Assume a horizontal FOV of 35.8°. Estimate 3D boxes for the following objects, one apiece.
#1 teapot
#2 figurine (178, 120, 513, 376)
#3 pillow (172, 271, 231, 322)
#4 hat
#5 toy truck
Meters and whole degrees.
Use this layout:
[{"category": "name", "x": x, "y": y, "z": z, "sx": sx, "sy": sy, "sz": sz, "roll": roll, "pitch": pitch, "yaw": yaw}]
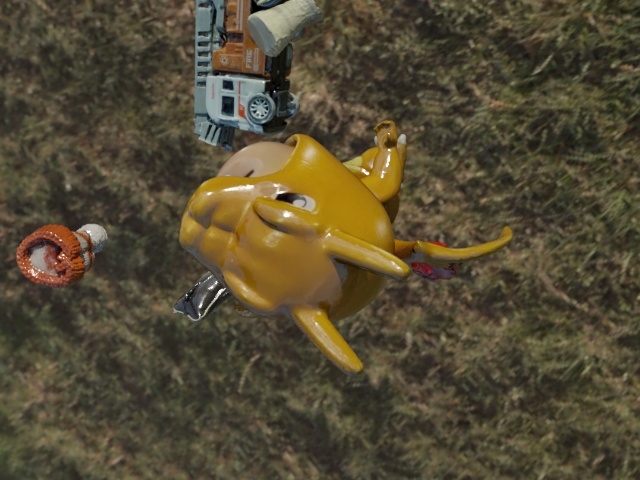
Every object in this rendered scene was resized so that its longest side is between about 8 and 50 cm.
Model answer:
[{"category": "teapot", "x": -0.041, "y": -0.267, "z": 1.185, "sx": 0.067, "sy": 0.083, "sz": 0.057, "roll": 60, "pitch": 162, "yaw": -16}, {"category": "figurine", "x": 0.031, "y": -0.014, "z": 1.285, "sx": 0.401, "sy": 0.387, "sz": 0.268, "roll": -4, "pitch": 104, "yaw": 19}, {"category": "pillow", "x": -0.172, "y": 0.079, "z": 1.590, "sx": 0.055, "sy": 0.136, "sz": 0.091, "roll": 50, "pitch": 160, "yaw": -3}, {"category": "hat", "x": -0.390, "y": 0.016, "z": 1.558, "sx": 0.112, "sy": 0.162, "sz": 0.093, "roll": 15, "pitch": 101, "yaw": 16}, {"category": "toy truck", "x": -0.139, "y": -0.328, "z": 1.775, "sx": 0.184, "sy": 0.133, "sz": 0.338, "roll": 9, "pitch": 103, "yaw": 20}]
